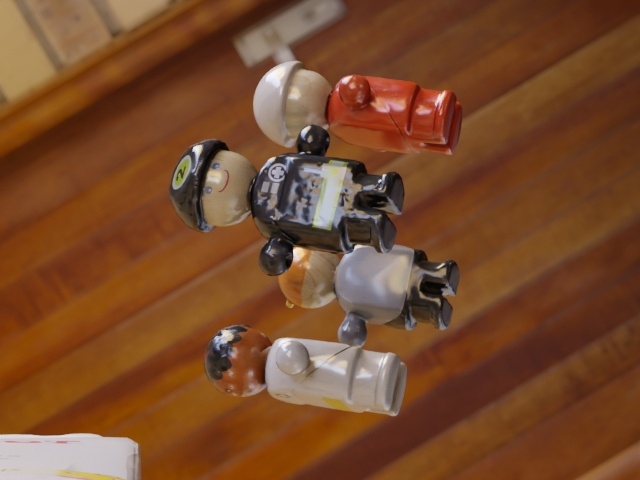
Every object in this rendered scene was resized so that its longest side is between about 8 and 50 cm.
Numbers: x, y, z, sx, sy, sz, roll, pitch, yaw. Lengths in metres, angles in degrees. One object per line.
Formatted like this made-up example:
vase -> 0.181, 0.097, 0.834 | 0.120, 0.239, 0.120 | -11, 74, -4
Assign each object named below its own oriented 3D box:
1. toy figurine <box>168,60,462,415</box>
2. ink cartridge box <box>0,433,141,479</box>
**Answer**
toy figurine -> 0.000, 0.000, 1.168 | 0.213, 0.148, 0.209 | -56, -31, -54
ink cartridge box -> -0.174, 0.146, 0.621 | 0.306, 0.226, 0.131 | 156, 115, -85
